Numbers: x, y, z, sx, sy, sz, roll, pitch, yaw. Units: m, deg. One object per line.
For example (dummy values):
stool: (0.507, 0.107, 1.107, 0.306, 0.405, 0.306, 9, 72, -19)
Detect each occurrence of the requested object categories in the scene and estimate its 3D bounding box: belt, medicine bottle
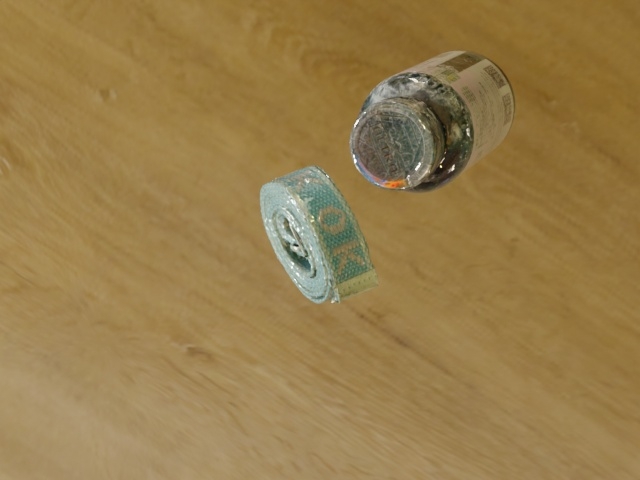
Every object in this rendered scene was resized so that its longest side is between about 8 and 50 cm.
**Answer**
belt: (-0.004, -0.008, 1.628, 0.082, 0.147, 0.163, -20, 93, -22)
medicine bottle: (0.130, -0.137, 1.585, 0.141, 0.293, 0.141, 6, 107, 20)
